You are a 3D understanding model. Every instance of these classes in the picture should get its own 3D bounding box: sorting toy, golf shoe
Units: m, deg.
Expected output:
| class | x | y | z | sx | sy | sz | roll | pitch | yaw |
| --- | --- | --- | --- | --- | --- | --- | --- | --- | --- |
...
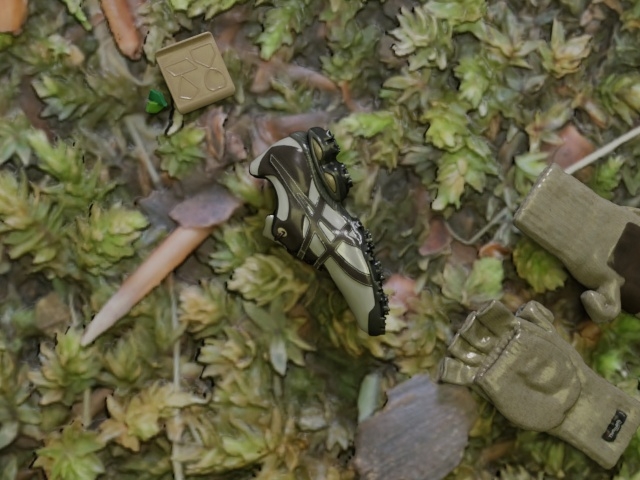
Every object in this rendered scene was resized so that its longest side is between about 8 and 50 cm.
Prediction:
| class | x | y | z | sx | sy | sz | roll | pitch | yaw |
| --- | --- | --- | --- | --- | --- | --- | --- | --- | --- |
| sorting toy | -0.127 | -0.148 | 0.780 | 0.083 | 0.012 | 0.062 | -24 | 96 | -13 |
| golf shoe | 0.000 | 0.000 | 0.770 | 0.093 | 0.077 | 0.198 | -21 | 84 | 2 |

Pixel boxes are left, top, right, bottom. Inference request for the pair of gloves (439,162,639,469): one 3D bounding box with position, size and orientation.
| class | x | y | z | sx | sy | sz | roll | pitch | yaw |
| --- | --- | --- | --- | --- | --- | --- | --- | --- | --- |
| pair of gloves | 0.244 | 0.071 | 0.814 | 0.204 | 0.042 | 0.240 | 27 | 86 | -10 |
